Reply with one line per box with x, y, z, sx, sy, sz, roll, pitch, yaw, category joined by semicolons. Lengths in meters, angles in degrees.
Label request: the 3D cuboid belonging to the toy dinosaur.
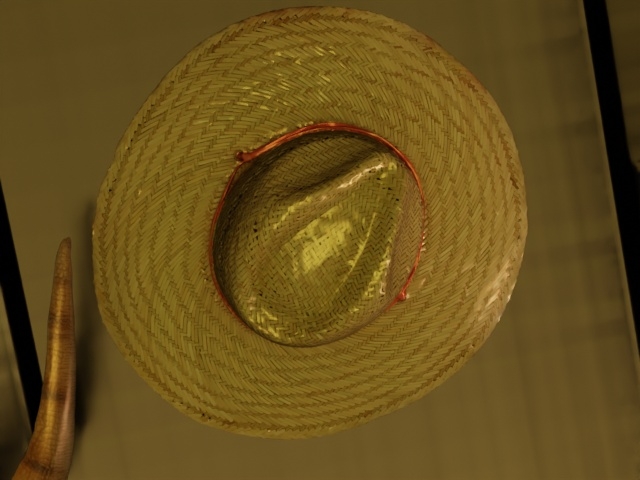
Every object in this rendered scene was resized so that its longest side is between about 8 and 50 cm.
-0.112;0.112;0.422;0.211;0.064;0.112;-38;112;13;toy dinosaur

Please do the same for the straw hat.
0.000;0.000;0.442;0.144;0.061;0.144;0;96;-5;straw hat
